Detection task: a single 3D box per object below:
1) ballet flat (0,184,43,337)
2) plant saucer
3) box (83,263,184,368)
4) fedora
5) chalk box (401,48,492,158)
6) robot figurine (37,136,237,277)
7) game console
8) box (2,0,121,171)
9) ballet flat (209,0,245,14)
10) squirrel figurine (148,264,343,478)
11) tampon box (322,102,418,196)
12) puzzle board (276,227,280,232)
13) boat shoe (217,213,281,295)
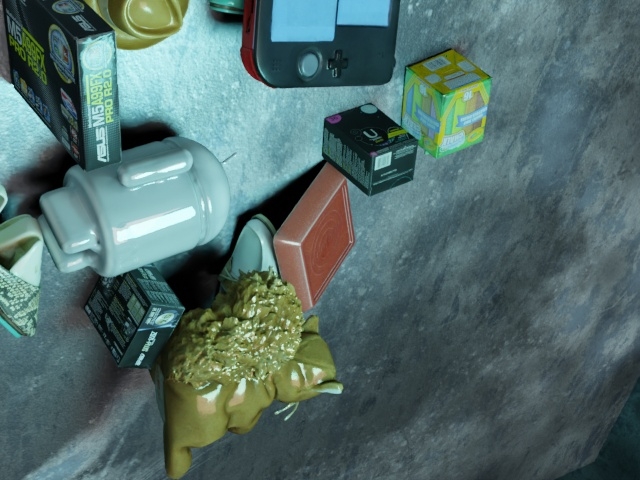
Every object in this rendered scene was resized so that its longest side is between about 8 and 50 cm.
[{"bbox_3d":[-0.556,-0.008,1.630,0.182,0.164,0.483,-42,139,-3],"label":"ballet flat"},{"bbox_3d":[0.000,0.000,2.145,0.258,0.048,0.259,-56,151,-34],"label":"plant saucer"},{"bbox_3d":[-0.352,0.128,1.922,0.077,0.180,0.147,12,115,-43],"label":"box"},{"bbox_3d":[-0.276,-0.371,1.617,0.194,0.079,0.194,-25,139,-24],"label":"fedora"},{"bbox_3d":[0.261,-0.267,2.161,0.132,0.132,0.213,-24,138,-24],"label":"chalk box"},{"bbox_3d":[-0.305,-0.061,1.776,0.353,0.200,0.300,-21,164,-27],"label":"robot figurine"},{"bbox_3d":[0.020,-0.454,1.739,0.342,0.060,0.386,-7,111,-38],"label":"game console"},{"bbox_3d":[-0.376,-0.258,1.474,0.060,0.270,0.216,-21,137,-29],"label":"box"},{"bbox_3d":[-0.084,-0.415,1.756,0.247,0.083,0.087,3,108,-46],"label":"ballet flat"},{"bbox_3d":[-0.135,0.245,2.037,0.370,0.281,0.397,-5,142,-18],"label":"squirrel figurine"},{"bbox_3d":[0.099,-0.185,2.065,0.120,0.161,0.101,-22,137,-28],"label":"tampon box"},{"bbox_3d":[-0.045,0.000,2.226,0.096,0.011,0.128,-31,141,-17],"label":"puzzle board"},{"bbox_3d":[-0.152,0.084,2.122,0.103,0.113,0.302,-24,139,-33],"label":"boat shoe"}]
